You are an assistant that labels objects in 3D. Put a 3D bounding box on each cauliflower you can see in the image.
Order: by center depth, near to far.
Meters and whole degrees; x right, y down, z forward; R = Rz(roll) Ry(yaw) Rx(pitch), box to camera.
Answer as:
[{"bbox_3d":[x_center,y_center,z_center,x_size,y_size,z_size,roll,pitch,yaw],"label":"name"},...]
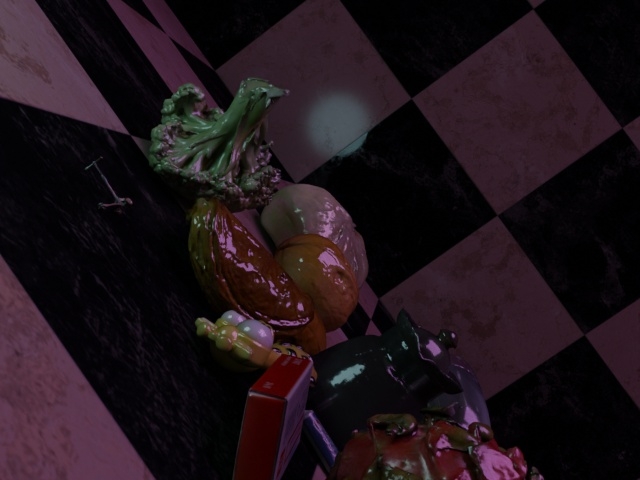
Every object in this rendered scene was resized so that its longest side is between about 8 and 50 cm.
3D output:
[{"bbox_3d":[-0.198,-0.203,1.405,0.261,0.281,0.327,24,15,18],"label":"cauliflower"}]

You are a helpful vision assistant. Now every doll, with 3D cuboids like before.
[{"bbox_3d":[-0.087,0.170,1.057,0.117,0.086,0.291,22,-11,32],"label":"doll"}]

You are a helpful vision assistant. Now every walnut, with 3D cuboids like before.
[{"bbox_3d":[-0.046,0.156,1.357,0.211,0.087,0.167,51,10,-31],"label":"walnut"},{"bbox_3d":[-0.013,0.093,1.539,0.225,0.193,0.193,55,6,-15],"label":"walnut"}]

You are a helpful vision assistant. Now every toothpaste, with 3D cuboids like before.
[{"bbox_3d":[0.012,0.337,1.113,0.197,0.035,0.057,57,17,4],"label":"toothpaste"}]

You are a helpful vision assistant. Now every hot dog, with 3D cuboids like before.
[{"bbox_3d":[-0.133,0.054,1.170,0.272,0.122,0.196,46,8,-25],"label":"hot dog"}]

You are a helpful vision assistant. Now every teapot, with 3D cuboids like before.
[{"bbox_3d":[0.141,0.265,1.272,0.305,0.285,0.223,46,11,-44],"label":"teapot"},{"bbox_3d":[0.318,0.497,1.785,0.312,0.233,0.314,-96,178,-65],"label":"teapot"}]

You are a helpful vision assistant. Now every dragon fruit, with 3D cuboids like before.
[{"bbox_3d":[0.145,0.349,0.868,0.291,0.269,0.250,-3,-41,47],"label":"dragon fruit"}]

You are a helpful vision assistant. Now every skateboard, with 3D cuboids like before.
[{"bbox_3d":[-0.310,-0.077,0.998,0.083,0.032,0.064,58,17,6],"label":"skateboard"}]

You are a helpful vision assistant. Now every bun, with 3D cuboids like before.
[{"bbox_3d":[0.000,0.000,1.930,0.361,0.213,0.361,52,5,-6],"label":"bun"}]

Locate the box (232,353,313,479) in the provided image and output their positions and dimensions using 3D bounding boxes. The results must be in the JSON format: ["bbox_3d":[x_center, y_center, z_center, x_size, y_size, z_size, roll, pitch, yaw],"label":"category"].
[{"bbox_3d":[-0.054,0.223,0.889,0.050,0.122,0.229,11,4,6],"label":"box"}]
